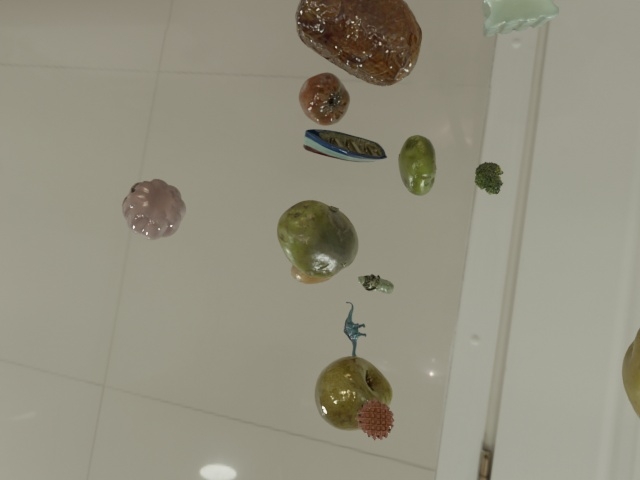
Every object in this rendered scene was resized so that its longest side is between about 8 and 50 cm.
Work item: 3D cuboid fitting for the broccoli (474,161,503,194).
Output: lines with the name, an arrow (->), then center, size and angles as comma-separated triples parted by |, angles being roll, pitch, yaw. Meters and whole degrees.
broccoli -> 0.456, -0.162, 1.333 | 0.097, 0.095, 0.092 | 17, 149, 52

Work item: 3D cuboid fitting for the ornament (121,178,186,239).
ornament -> -0.488, -0.087, 1.452 | 0.178, 0.177, 0.177 | 9, 177, 1

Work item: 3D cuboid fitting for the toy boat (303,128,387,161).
toy boat -> 0.051, -0.208, 1.107 | 0.229, 0.080, 0.046 | 1, 140, -38

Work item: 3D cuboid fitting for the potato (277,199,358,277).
potato -> 0.001, -0.002, 1.296 | 0.149, 0.197, 0.228 | 14, 142, 43

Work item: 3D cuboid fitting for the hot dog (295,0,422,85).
hot dog -> 0.118, -0.625, 1.482 | 0.388, 0.174, 0.267 | 28, 130, -9

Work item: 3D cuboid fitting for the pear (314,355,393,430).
pear -> 0.083, 0.447, 1.446 | 0.229, 0.211, 0.188 | 38, -150, -18

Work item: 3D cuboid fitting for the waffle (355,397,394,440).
waffle -> 0.114, 0.370, 1.033 | 0.083, 0.075, 0.029 | 42, 154, 5

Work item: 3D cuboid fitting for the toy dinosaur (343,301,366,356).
toy dinosaur -> 0.113, 0.301, 1.685 | 0.045, 0.197, 0.080 | 9, 156, -41

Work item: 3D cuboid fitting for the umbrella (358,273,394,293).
umbrella -> 0.187, 0.146, 1.683 | 0.144, 0.062, 0.067 | 17, -177, -29

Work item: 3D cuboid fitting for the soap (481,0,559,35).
soap -> 0.486, -0.573, 1.237 | 0.160, 0.087, 0.265 | -4, -163, 19

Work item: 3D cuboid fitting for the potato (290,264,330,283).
potato -> -0.018, 0.080, 1.479 | 0.147, 0.111, 0.112 | -6, 168, 39

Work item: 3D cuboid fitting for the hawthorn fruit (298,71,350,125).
hawthorn fruit -> -0.006, -0.557, 1.959 | 0.200, 0.199, 0.251 | 11, -172, -36

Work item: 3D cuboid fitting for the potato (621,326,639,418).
potato -> 0.637, 0.223, 0.840 | 0.243, 0.242, 0.285 | 8, 136, 7

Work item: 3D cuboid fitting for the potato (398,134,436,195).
potato -> 0.387, -0.295, 1.988 | 0.149, 0.253, 0.186 | -4, -152, 13
